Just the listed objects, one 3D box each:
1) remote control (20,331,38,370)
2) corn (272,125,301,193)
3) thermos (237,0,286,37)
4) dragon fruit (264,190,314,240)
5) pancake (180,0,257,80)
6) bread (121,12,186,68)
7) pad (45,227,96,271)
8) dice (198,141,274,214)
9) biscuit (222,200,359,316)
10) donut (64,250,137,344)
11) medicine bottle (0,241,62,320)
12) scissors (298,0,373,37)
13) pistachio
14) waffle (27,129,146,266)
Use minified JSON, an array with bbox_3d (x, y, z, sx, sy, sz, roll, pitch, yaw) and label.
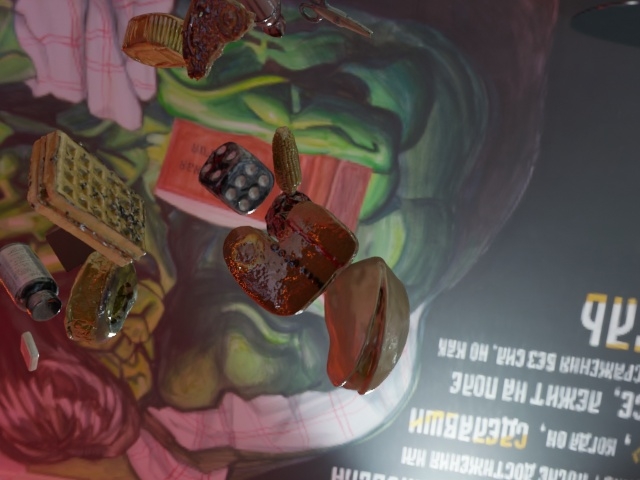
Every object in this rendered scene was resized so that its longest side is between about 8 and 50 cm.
[{"bbox_3d":[-0.912,0.348,1.761,0.029,0.087,0.190,-20,166,-35],"label":"remote control"},{"bbox_3d":[-0.116,-0.264,1.898,0.097,0.262,0.097,-4,-137,4],"label":"corn"},{"bbox_3d":[-0.202,-0.704,1.571,0.136,0.109,0.330,24,169,31],"label":"thermos"},{"bbox_3d":[-0.120,-0.101,2.305,0.233,0.234,0.293,3,-170,-14],"label":"dragon fruit"},{"bbox_3d":[-0.273,-0.570,1.523,0.244,0.266,0.057,7,-160,22],"label":"pancake"},{"bbox_3d":[-0.604,-0.760,2.115,0.288,0.156,0.204,9,174,42],"label":"bread"},{"bbox_3d":[-0.831,-0.011,2.007,0.243,0.164,0.004,-32,166,-21],"label":"pad"},{"bbox_3d":[-0.277,-0.204,1.851,0.181,0.182,0.183,40,175,-41],"label":"dice"},{"bbox_3d":[-0.078,0.021,1.282,0.262,0.277,0.052,49,-172,17],"label":"biscuit"},{"bbox_3d":[-0.743,0.201,1.943,0.160,0.330,0.330,16,-171,0],"label":"donut"},{"bbox_3d":[-0.985,0.142,1.898,0.293,0.141,0.141,42,-152,29],"label":"medicine bottle"},{"bbox_3d":[0.057,-0.789,1.981,0.289,0.138,0.041,30,-125,5],"label":"scissors"},{"bbox_3d":[0.134,0.262,1.772,0.281,0.445,0.365,15,152,-7],"label":"pistachio"},{"bbox_3d":[-0.657,-0.110,1.624,0.114,0.261,0.376,-27,141,10],"label":"waffle"}]
